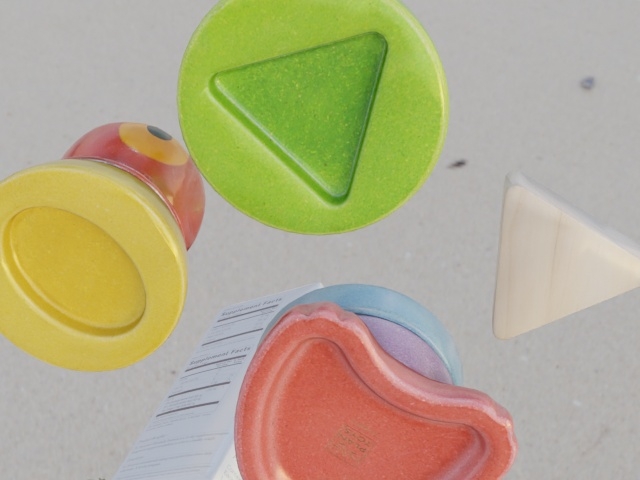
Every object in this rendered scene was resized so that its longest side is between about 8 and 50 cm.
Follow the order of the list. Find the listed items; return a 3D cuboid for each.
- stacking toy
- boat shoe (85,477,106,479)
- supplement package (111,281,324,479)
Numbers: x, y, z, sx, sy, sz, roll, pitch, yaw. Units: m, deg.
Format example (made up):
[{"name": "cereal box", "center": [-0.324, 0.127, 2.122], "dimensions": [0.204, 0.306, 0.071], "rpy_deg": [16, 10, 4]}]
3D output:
[{"name": "stacking toy", "center": [0.000, 0.000, 0.588], "dimensions": [0.309, 0.279, 0.130], "rpy_deg": [40, 23, -11]}, {"name": "boat shoe", "center": [-0.220, 0.254, 1.012], "dimensions": [0.050, 0.135, 0.045], "rpy_deg": [-17, 75, 9]}, {"name": "supplement package", "center": [-0.059, 0.175, 0.955], "dimensions": [0.134, 0.139, 0.244], "rpy_deg": [-16, 30, 36]}]
